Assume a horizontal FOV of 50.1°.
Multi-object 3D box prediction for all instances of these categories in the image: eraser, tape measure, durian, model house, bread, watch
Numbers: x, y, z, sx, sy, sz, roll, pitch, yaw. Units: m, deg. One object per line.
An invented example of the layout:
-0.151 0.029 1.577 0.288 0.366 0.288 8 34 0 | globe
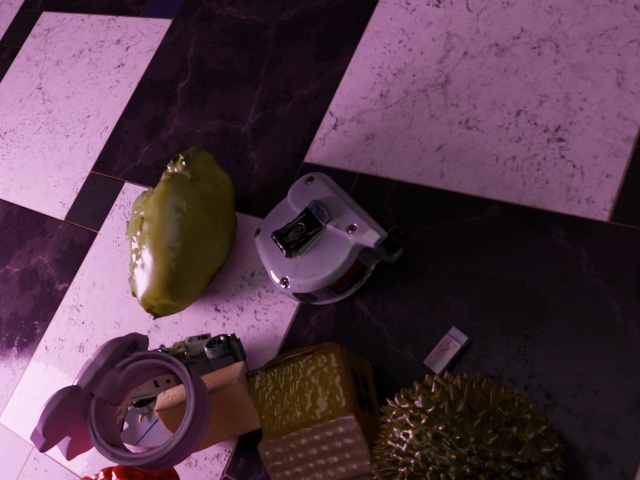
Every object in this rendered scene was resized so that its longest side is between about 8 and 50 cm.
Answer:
0.215 0.189 1.167 0.083 0.019 0.038 -51 52 -2 | eraser
0.001 -0.001 1.318 0.246 0.125 0.243 -45 53 2 | tape measure
-0.297 -0.002 1.458 0.256 0.204 0.339 -21 66 36 | durian
0.000 0.310 1.132 0.194 0.175 0.234 -24 54 17 | model house
-0.193 0.309 1.265 0.188 0.125 0.068 -24 25 12 | bread
0.197 0.307 0.973 0.291 0.291 0.224 -23 40 18 | durian
-0.317 0.294 1.147 0.218 0.211 0.248 29 72 19 | watch

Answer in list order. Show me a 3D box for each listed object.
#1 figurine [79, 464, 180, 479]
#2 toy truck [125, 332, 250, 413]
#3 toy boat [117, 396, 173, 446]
-0.313 0.582 1.129 0.241 0.306 0.411 -7 73 -6 | figurine
-0.269 0.236 1.341 0.260 0.128 0.135 -11 26 11 | toy truck
-0.331 0.347 1.388 0.291 0.067 0.220 6 65 18 | toy boat
